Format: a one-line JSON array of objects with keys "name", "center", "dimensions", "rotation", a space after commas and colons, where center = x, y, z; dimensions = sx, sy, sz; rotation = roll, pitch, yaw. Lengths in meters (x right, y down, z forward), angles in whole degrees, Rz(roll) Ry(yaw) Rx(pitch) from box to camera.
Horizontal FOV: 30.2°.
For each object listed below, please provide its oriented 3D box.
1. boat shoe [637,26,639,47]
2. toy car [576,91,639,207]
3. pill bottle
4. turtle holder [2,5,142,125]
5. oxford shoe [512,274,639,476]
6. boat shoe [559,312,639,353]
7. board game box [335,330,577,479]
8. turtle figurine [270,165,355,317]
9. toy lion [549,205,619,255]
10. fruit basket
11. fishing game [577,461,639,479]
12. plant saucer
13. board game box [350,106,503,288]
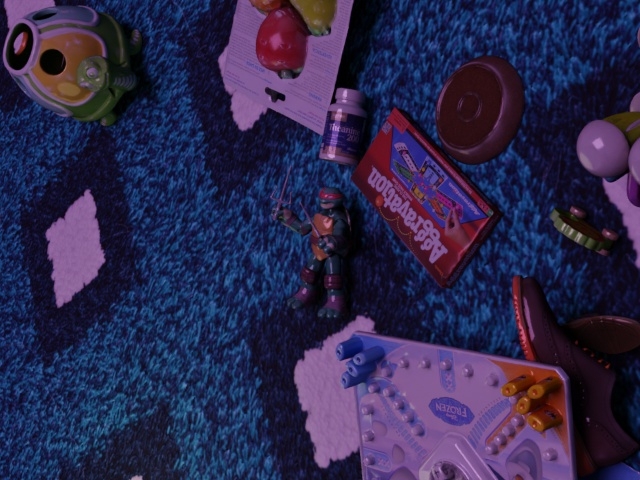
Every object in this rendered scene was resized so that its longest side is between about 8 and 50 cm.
[{"name": "boat shoe", "center": [0.514, -0.334, 1.403], "dimensions": [0.127, 0.113, 0.340], "rotation": [39, 143, 5]}, {"name": "toy car", "center": [0.423, -0.101, 1.490], "dimensions": [0.182, 0.159, 0.136], "rotation": [22, 135, 47]}, {"name": "pill bottle", "center": [0.040, -0.187, 1.953], "dimensions": [0.067, 0.067, 0.120], "rotation": [11, 90, 48]}, {"name": "turtle holder", "center": [-0.518, -0.357, 2.470], "dimensions": [0.243, 0.227, 0.320], "rotation": [-50, 50, 27]}, {"name": "oxford shoe", "center": [0.326, 0.162, 1.533], "dimensions": [0.098, 0.097, 0.271], "rotation": [-23, 88, 16]}, {"name": "boat shoe", "center": [0.363, 0.117, 1.555], "dimensions": [0.152, 0.049, 0.056], "rotation": [-8, 108, 47]}, {"name": "board game box", "center": [0.179, 0.338, 1.615], "dimensions": [0.390, 0.050, 0.390], "rotation": [6, 106, 48]}, {"name": "turtle figurine", "center": [0.000, 0.000, 1.924], "dimensions": [0.175, 0.118, 0.234], "rotation": [23, 115, 62]}, {"name": "toy lion", "center": [0.341, -0.015, 1.573], "dimensions": [0.100, 0.096, 0.034], "rotation": [43, 113, 43]}, {"name": "fruit basket", "center": [-0.041, -0.398, 2.055], "dimensions": [0.327, 0.165, 0.353], "rotation": [32, 121, 46]}, {"name": "fishing game", "center": [0.354, 0.373, 1.524], "dimensions": [0.264, 0.041, 0.189], "rotation": [0, 80, 47]}, {"name": "plant saucer", "center": [0.231, -0.199, 1.781], "dimensions": [0.168, 0.029, 0.168], "rotation": [-12, 73, 44]}, {"name": "board game box", "center": [0.157, -0.070, 1.835], "dimensions": [0.145, 0.027, 0.281], "rotation": [-58, 46, 23]}]
